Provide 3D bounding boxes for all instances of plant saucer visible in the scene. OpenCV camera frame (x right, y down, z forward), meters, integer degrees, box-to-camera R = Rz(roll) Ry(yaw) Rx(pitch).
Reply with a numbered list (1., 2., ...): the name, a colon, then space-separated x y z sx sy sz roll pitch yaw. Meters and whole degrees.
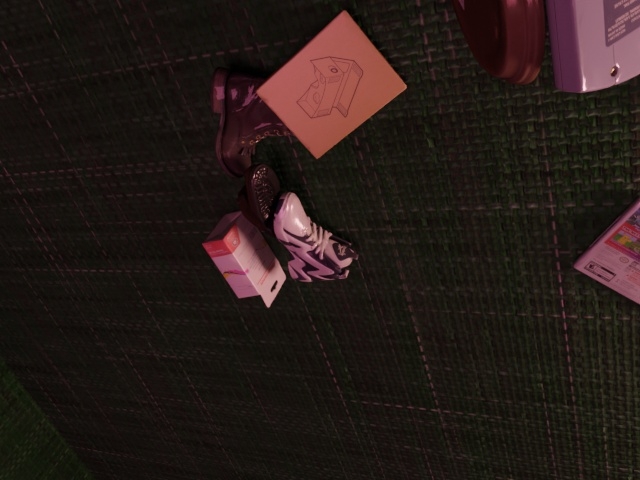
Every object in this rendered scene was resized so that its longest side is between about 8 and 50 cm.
1. plant saucer: 0.212 -0.330 0.843 0.041 0.277 0.277 -20 121 3

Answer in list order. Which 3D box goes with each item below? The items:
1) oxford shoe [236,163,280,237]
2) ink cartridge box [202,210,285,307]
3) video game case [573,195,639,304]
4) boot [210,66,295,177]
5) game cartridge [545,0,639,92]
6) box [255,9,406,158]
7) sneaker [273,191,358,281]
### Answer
1. oxford shoe: -0.132 -0.083 1.314 0.096 0.082 0.227 25 155 15
2. ink cartridge box: -0.163 0.046 1.449 0.067 0.115 0.198 -12 121 32
3. video game case: 0.580 0.035 1.134 0.201 0.023 0.183 30 135 2
4. boot: -0.079 -0.208 1.216 0.229 0.091 0.262 8 138 10
5. game cartridge: 0.378 -0.305 0.778 0.062 0.297 0.198 33 149 47
6. box: 0.016 -0.258 1.106 0.201 0.021 0.164 -37 113 19
7. sneaker: 0.000 0.000 1.345 0.153 0.094 0.234 6 130 20
